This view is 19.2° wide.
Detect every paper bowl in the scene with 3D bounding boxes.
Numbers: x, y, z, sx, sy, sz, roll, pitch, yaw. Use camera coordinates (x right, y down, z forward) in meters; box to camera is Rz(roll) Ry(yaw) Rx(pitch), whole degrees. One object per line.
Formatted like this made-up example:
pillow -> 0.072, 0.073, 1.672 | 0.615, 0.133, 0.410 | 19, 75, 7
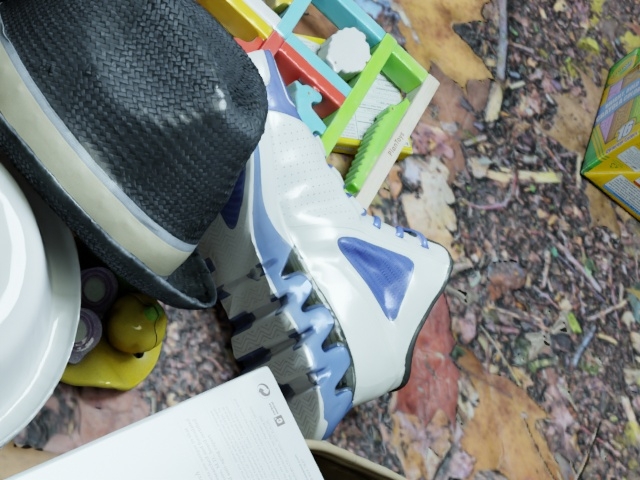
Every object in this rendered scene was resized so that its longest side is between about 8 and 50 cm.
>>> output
paper bowl -> -0.299, 0.026, 1.271 | 0.284, 0.148, 0.284 | 10, 66, -23

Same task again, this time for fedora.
fedora -> -0.139, -0.112, 1.396 | 0.334, 0.152, 0.334 | 49, 8, -9

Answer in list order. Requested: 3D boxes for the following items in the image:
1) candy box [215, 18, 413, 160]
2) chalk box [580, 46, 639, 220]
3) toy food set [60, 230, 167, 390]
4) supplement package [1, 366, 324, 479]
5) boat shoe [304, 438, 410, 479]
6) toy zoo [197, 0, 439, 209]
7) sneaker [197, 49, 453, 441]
candy box -> -0.010, -0.133, 1.694 | 0.205, 0.027, 0.105 | 7, 67, -36
chalk box -> 0.372, -0.132, 1.928 | 0.132, 0.132, 0.213 | 37, 48, -16
toy food set -> -0.190, 0.014, 1.444 | 0.218, 0.071, 0.128 | 50, 47, -5
supplement package -> -0.137, 0.242, 1.278 | 0.262, 0.198, 0.199 | -21, 82, -43
boat shoe -> 0.079, 0.258, 1.501 | 0.341, 0.110, 0.122 | 27, 53, -25
toy zoo -> -0.040, -0.171, 1.650 | 0.293, 0.030, 0.192 | 42, 50, -14
sneaker -> 0.000, 0.001, 1.562 | 0.182, 0.127, 0.316 | -13, 85, -39
